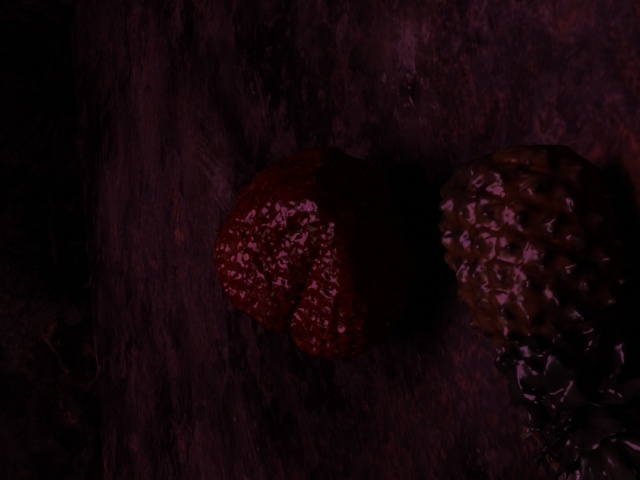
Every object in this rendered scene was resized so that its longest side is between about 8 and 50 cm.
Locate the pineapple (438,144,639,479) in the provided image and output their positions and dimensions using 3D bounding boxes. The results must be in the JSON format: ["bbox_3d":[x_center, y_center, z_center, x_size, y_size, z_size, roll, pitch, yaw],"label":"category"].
[{"bbox_3d":[0.204,0.091,0.834,0.169,0.169,0.340,138,126,-58],"label":"pineapple"}]

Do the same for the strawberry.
[{"bbox_3d":[0.000,0.000,1.153,0.288,0.250,0.238,91,-157,-59],"label":"strawberry"}]

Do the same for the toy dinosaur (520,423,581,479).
[{"bbox_3d":[0.242,0.220,0.876,0.180,0.037,0.058,20,88,44],"label":"toy dinosaur"}]
